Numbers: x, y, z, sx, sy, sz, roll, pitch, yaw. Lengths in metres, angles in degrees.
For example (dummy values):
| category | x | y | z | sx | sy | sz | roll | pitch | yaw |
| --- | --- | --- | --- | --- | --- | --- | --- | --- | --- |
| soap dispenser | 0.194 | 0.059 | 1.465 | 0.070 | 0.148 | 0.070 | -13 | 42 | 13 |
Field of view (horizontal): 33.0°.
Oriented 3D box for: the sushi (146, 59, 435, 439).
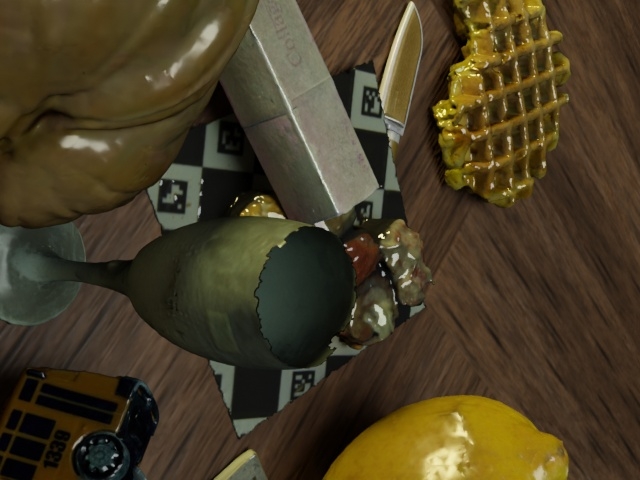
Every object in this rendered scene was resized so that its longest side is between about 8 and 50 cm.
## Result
| category | x | y | z | sx | sy | sz | roll | pitch | yaw |
| --- | --- | --- | --- | --- | --- | --- | --- | --- | --- |
| sushi | 0.000 | 0.000 | 1.015 | 0.294 | 0.059 | 0.292 | -30 | 114 | -36 |

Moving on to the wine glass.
| category | x | y | z | sx | sy | sz | roll | pitch | yaw |
| --- | --- | --- | --- | --- | --- | --- | --- | --- | --- |
| wine glass | -0.162 | 0.079 | 0.685 | 0.264 | 0.309 | 0.096 | -48 | 125 | -32 |

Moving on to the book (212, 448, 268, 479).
| category | x | y | z | sx | sy | sz | roll | pitch | yaw |
| --- | --- | --- | --- | --- | --- | --- | --- | --- | --- |
| book | -0.074 | 0.312 | 1.003 | 0.138 | 0.016 | 0.199 | -39 | 120 | -37 |

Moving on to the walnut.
| category | x | y | z | sx | sy | sz | roll | pitch | yaw |
| --- | --- | --- | --- | --- | --- | --- | --- | --- | --- |
| walnut | -0.175 | -0.168 | 0.680 | 0.285 | 0.285 | 0.296 | -64 | 157 | -21 |

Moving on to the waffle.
| category | x | y | z | sx | sy | sz | roll | pitch | yaw |
| --- | --- | --- | --- | --- | --- | --- | --- | --- | --- |
| waffle | 0.202 | -0.168 | 1.228 | 0.249 | 0.056 | 0.253 | 50 | 60 | -35 |

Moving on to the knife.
| category | x | y | z | sx | sy | sz | roll | pitch | yaw |
| --- | --- | --- | --- | --- | --- | --- | --- | --- | --- |
| knife | 0.075 | -0.127 | 1.123 | 0.046 | 0.022 | 0.256 | 22 | 77 | -41 |

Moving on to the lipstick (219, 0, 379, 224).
| category | x | y | z | sx | sy | sz | roll | pitch | yaw |
| --- | --- | --- | --- | --- | --- | --- | --- | --- | --- |
| lipstick | -0.052 | -0.168 | 0.909 | 0.066 | 0.068 | 0.317 | -37 | 107 | -42 |

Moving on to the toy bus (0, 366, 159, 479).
| category | x | y | z | sx | sy | sz | roll | pitch | yaw |
| --- | --- | --- | --- | --- | --- | --- | --- | --- | --- |
| toy bus | -0.197 | 0.193 | 0.779 | 0.098 | 0.114 | 0.201 | 85 | 21 | -62 |

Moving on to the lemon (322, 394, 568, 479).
| category | x | y | z | sx | sy | sz | roll | pitch | yaw |
| --- | --- | --- | --- | --- | --- | --- | --- | --- | --- |
| lemon | 0.114 | 0.268 | 1.024 | 0.233 | 0.288 | 0.233 | 42 | 21 | -20 |
